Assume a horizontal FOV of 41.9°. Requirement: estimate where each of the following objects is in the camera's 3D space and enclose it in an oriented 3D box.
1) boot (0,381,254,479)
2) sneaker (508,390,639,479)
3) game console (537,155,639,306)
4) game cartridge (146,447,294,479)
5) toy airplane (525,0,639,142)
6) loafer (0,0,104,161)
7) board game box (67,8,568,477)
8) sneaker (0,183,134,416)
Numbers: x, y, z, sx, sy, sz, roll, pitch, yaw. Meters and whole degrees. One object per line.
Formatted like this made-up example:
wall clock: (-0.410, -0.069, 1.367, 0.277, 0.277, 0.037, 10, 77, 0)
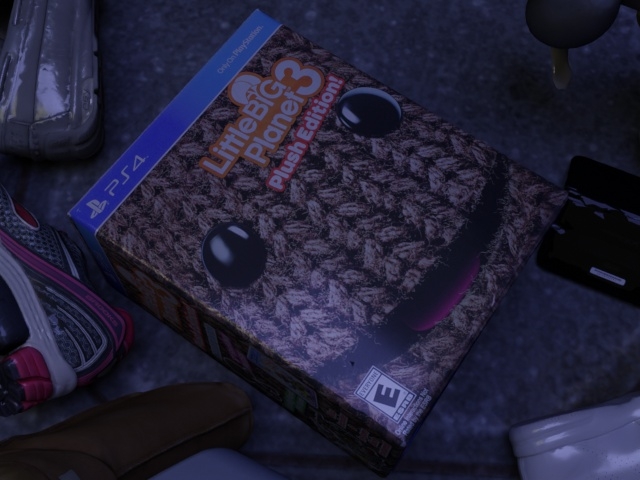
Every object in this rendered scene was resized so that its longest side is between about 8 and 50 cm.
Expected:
boot: (-0.194, 0.159, 0.538, 0.236, 0.269, 0.089, -7, 89, 14)
sneaker: (0.256, 0.163, 0.640, 0.212, 0.080, 0.094, -13, 78, 1)
game console: (0.266, -0.008, 0.742, 0.122, 0.071, 0.107, 22, 97, 10)
game cartridge: (-0.054, 0.182, 0.231, 0.198, 0.062, 0.297, 23, 35, 22)
toy airplane: (0.359, -0.153, 0.669, 0.384, 0.272, 0.386, -13, 47, -41)
loafer: (-0.260, -0.223, 0.777, 0.111, 0.112, 0.319, -2, 66, -11)
board game box: (0.000, 0.000, 0.663, 0.291, 0.141, 0.232, 32, 69, 12)
sneaker: (-0.268, 0.005, 0.686, 0.112, 0.121, 0.299, -18, 63, -40)
